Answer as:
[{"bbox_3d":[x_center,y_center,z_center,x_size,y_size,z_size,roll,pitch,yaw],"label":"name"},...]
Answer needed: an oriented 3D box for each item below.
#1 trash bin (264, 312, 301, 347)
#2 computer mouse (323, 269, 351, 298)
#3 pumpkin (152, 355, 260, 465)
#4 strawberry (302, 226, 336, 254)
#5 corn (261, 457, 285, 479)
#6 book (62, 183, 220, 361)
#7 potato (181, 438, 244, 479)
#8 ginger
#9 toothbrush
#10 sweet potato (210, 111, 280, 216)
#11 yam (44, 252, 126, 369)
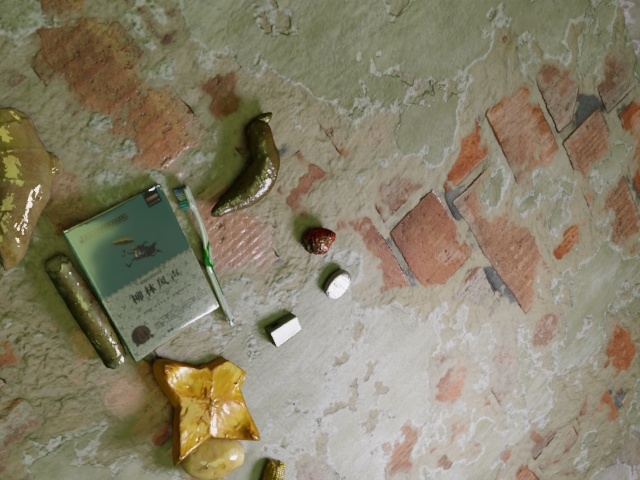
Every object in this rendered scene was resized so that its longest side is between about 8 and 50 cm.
[{"bbox_3d":[-0.107,0.258,1.733,0.092,0.043,0.061,-31,115,-24],"label":"trash bin"},{"bbox_3d":[0.049,0.129,1.792,0.096,0.039,0.066,-48,120,-3],"label":"computer mouse"},{"bbox_3d":[-0.305,0.431,1.611,0.258,0.095,0.290,-10,90,-31],"label":"pumpkin"},{"bbox_3d":[0.000,0.000,1.711,0.096,0.083,0.083,-20,111,-34],"label":"strawberry"},{"bbox_3d":[-0.153,0.758,1.810,0.068,0.068,0.207,8,98,-31],"label":"corn"},{"bbox_3d":[-0.434,0.080,1.496,0.264,0.031,0.379,-34,117,-28],"label":"book"},{"bbox_3d":[-0.299,0.604,1.667,0.178,0.109,0.118,10,117,-26],"label":"potato"},{"bbox_3d":[-0.665,-0.105,1.285,0.190,0.126,0.354,6,102,-41],"label":"ginger"},{"bbox_3d":[-0.291,0.049,1.576,0.040,0.042,0.418,-16,112,6],"label":"toothbrush"},{"bbox_3d":[-0.170,-0.184,1.560,0.124,0.098,0.310,23,92,-10],"label":"sweet potato"},{"bbox_3d":[-0.559,0.173,1.438,0.071,0.067,0.317,-14,116,14],"label":"yam"}]
